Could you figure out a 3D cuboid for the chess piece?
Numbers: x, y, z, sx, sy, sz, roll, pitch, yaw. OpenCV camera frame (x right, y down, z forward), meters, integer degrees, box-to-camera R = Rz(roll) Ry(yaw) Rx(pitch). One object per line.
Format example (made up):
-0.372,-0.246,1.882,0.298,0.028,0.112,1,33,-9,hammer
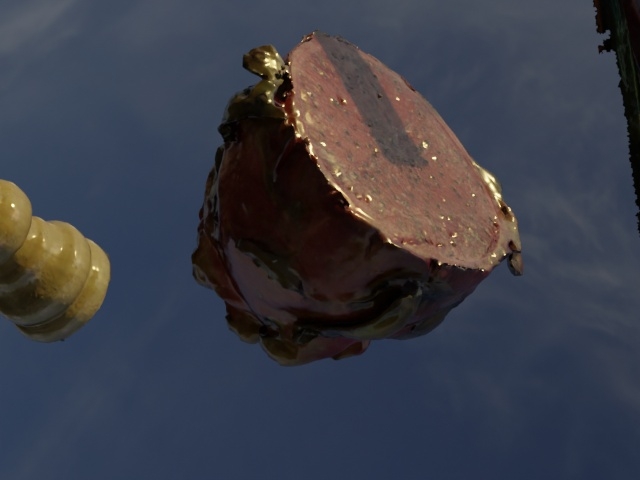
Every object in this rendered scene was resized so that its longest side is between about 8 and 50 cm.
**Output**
-0.364,-0.006,1.070,0.143,0.261,0.143,-16,-131,19,chess piece

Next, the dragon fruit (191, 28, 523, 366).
0.000,0.000,0.905,0.314,0.296,0.263,49,-59,-1,dragon fruit

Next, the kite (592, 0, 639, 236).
0.120,-0.106,0.311,0.016,0.321,0.234,-14,-111,1,kite
